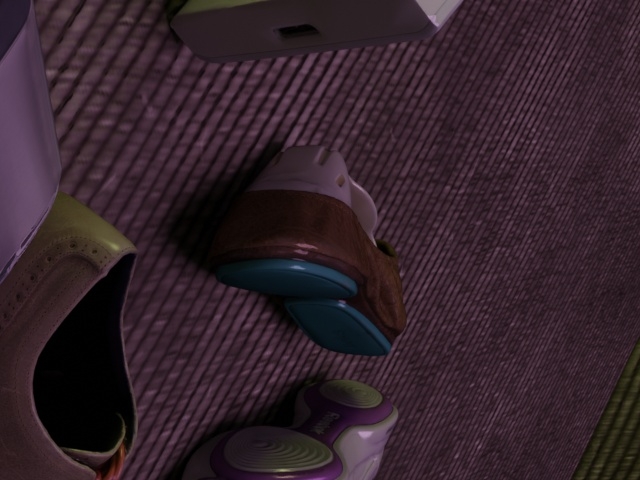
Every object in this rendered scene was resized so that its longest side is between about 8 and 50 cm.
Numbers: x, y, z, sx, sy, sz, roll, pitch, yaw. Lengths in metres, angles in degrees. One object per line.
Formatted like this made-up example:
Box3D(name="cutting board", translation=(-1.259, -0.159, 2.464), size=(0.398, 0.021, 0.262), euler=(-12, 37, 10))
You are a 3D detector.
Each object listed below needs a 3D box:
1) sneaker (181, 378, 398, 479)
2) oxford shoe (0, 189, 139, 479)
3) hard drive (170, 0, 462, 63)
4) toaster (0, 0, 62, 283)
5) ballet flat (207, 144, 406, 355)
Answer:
Box3D(name="sneaker", translation=(-0.024, 0.220, 1.378), size=(0.305, 0.114, 0.152), euler=(-19, 127, -61))
Box3D(name="oxford shoe", translation=(-0.176, 0.129, 0.925), size=(0.123, 0.130, 0.348), euler=(-37, 143, -51))
Box3D(name="hard drive", translation=(0.082, -0.250, 1.016), size=(0.047, 0.233, 0.353), euler=(49, 64, -27))
Box3D(name="toaster", translation=(-0.207, -0.024, 0.715), size=(0.227, 0.129, 0.146), euler=(-57, 158, -27))
Box3D(name="ballet flat", translation=(0.000, 0.000, 1.255), size=(0.342, 0.116, 0.124), euler=(39, 55, -67))
